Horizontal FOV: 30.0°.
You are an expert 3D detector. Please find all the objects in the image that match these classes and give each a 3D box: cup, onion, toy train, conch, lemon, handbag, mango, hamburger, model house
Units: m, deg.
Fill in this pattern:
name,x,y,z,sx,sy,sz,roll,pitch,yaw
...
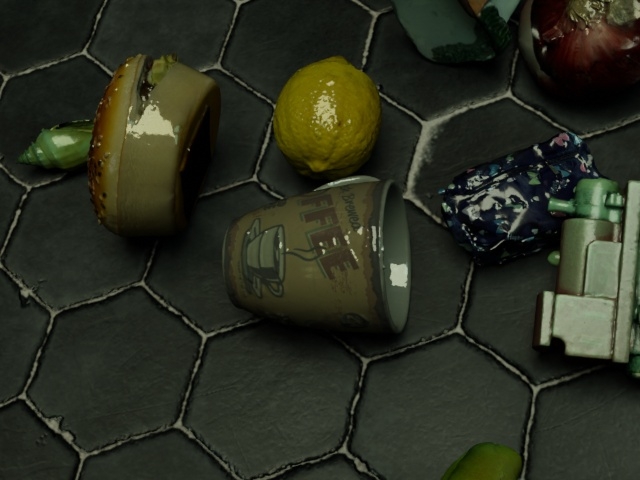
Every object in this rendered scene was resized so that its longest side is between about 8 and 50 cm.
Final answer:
name,x,y,z,sx,sy,sz,roll,pitch,yaw
cup,0.000,0.000,1.797,0.257,0.227,0.301,0,39,14
onion,0.458,-0.349,1.930,0.272,0.195,0.271,-17,67,46
toy train,0.426,0.043,1.703,0.222,0.150,0.304,7,81,9
conch,-0.416,-0.165,2.020,0.201,0.079,0.095,-17,45,-20
lemon,0.014,-0.192,1.911,0.181,0.180,0.193,-17,56,0
handbag,0.314,-0.064,1.826,0.260,0.113,0.162,-22,71,-7
mango,0.207,0.368,1.609,0.125,0.111,0.233,36,59,10
hamburger,-0.267,-0.147,1.872,0.176,0.300,0.300,14,64,2
model house,0.257,-0.470,1.966,0.291,0.253,0.184,-50,33,-17
